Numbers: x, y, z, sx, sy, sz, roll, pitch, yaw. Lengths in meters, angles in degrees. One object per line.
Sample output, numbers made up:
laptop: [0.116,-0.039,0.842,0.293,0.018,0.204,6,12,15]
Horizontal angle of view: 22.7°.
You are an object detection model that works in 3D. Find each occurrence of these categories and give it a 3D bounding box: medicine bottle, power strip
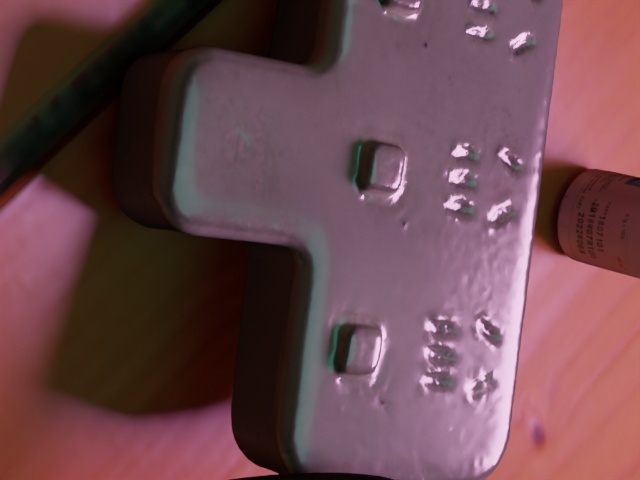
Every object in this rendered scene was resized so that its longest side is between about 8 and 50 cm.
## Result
medicine bottle: [0.172,-0.005,0.838,0.052,0.089,0.052,-17,114,-42]
power strip: [0.009,-0.031,0.658,0.193,0.059,0.265,7,90,-36]

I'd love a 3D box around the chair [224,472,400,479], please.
chair: [-0.009,0.277,0.618,0.175,0.183,0.326,-3,117,-12]
